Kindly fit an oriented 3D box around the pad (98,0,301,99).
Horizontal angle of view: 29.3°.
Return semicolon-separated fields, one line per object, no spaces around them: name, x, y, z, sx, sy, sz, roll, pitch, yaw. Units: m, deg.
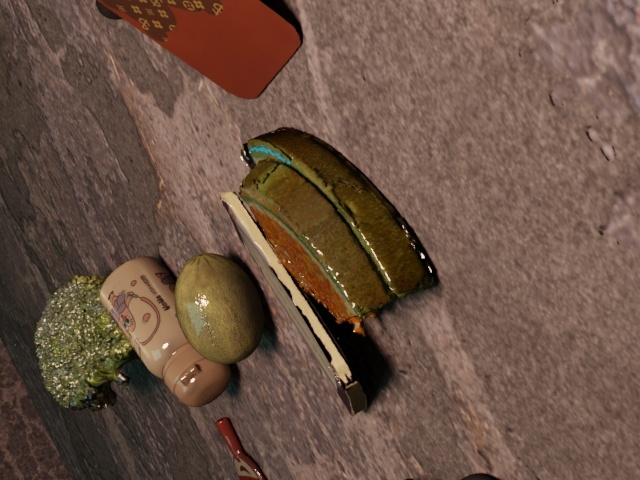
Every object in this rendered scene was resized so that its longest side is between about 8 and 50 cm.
pad;-0.147;-0.225;1.083;0.267;0.004;0.181;35;157;-9

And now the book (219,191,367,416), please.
book;-0.023;0.063;1.224;0.231;0.026;0.157;56;175;16

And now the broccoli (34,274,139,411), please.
broccoli;-0.342;0.158;1.837;0.198;0.176;0.226;-116;7;-46

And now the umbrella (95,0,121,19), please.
umbrella;-0.179;-0.285;1.132;0.122;0.110;0.272;26;154;-2

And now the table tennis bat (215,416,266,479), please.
table tennis bat;-0.103;0.316;1.709;0.154;0.019;0.098;62;157;-6

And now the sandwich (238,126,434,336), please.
sandwich;-0.007;-0.007;1.091;0.235;0.079;0.159;54;155;22

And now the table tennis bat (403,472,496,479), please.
table tennis bat;0.111;0.271;1.115;0.027;0.150;0.236;26;-178;-15

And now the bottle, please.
bottle;-0.195;0.126;1.601;0.209;0.097;0.110;50;-175;27

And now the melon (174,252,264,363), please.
melon;-0.115;0.077;1.381;0.098;0.098;0.130;10;126;62
